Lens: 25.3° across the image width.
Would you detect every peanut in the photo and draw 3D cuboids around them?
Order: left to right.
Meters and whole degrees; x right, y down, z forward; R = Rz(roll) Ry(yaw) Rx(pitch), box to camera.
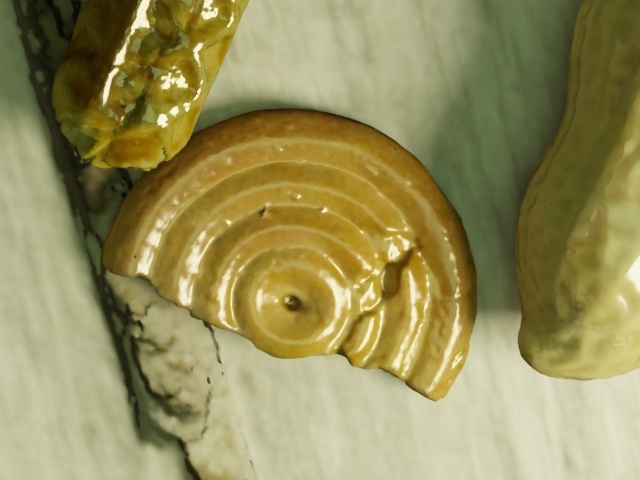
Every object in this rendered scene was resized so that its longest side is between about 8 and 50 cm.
[{"bbox_3d":[0.183,-0.041,0.803,0.123,0.123,0.257,12,99,-9],"label":"peanut"}]

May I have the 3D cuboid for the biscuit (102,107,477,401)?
[{"bbox_3d":[0.000,0.000,0.824,0.224,0.033,0.145,25,94,-11],"label":"biscuit"}]

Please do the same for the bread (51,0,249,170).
[{"bbox_3d":[-0.049,-0.208,0.766,0.084,0.077,0.368,23,95,-11],"label":"bread"}]
